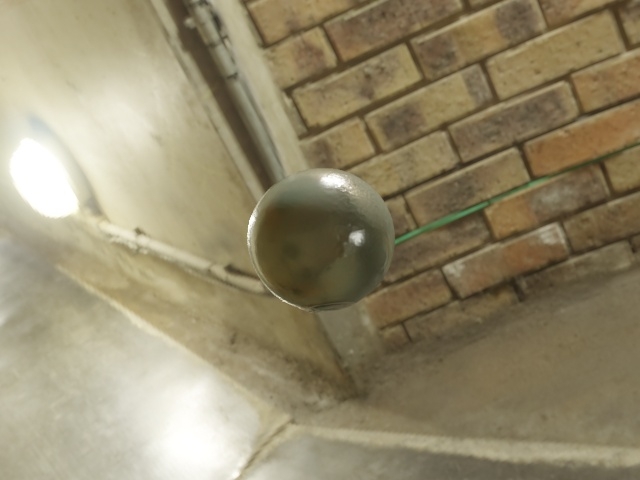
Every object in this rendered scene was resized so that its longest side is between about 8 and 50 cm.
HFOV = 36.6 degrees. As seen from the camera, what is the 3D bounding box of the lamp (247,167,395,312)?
[{"bbox_3d":[0.000,0.000,0.688,0.105,0.105,0.105,-23,22,10],"label":"lamp"}]
